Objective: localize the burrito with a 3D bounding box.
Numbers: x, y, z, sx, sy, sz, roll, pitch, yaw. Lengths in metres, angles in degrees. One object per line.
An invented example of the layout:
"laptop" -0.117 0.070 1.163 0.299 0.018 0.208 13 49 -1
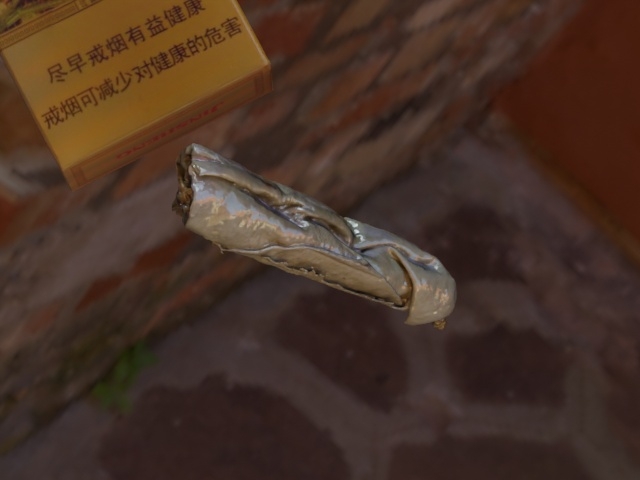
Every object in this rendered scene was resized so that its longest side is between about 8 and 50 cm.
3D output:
"burrito" 0.000 0.000 0.988 0.185 0.041 0.045 21 22 -39

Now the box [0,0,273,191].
"box" -0.173 -0.199 1.467 0.174 0.076 0.274 -27 80 -7
